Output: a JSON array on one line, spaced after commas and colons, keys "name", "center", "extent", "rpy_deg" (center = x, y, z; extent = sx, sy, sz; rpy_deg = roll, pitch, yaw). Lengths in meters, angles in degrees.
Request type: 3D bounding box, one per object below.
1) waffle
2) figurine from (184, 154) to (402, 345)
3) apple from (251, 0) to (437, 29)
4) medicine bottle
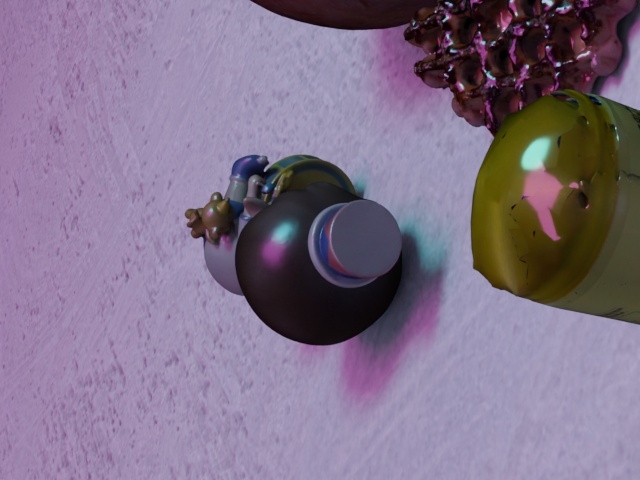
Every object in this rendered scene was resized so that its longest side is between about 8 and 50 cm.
[{"name": "waffle", "center": [0.159, -0.192, 1.388], "extent": [0.221, 0.055, 0.234], "rpy_deg": [45, 124, 41]}, {"name": "figurine", "center": [-0.007, 0.006, 1.594], "extent": [0.158, 0.161, 0.275], "rpy_deg": [-39, 25, -8]}, {"name": "apple", "center": [0.023, -0.326, 1.564], "extent": [0.305, 0.235, 0.306], "rpy_deg": [-1, 89, 55]}, {"name": "medicine bottle", "center": [0.198, -0.007, 1.007], "extent": [0.124, 0.238, 0.124], "rpy_deg": [-38, 45, 52]}]
